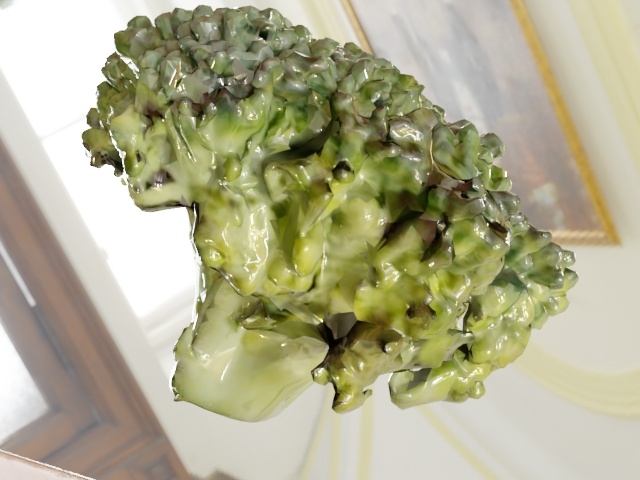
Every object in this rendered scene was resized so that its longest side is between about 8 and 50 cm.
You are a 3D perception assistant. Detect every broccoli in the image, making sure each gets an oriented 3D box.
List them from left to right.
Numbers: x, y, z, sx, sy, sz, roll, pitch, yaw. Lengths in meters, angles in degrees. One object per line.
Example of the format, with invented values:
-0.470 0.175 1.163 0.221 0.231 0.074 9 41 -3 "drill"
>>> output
0.007 -0.024 0.781 0.324 0.272 0.334 -6 -172 -7 "broccoli"

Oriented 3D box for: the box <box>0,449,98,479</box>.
-0.360 0.230 1.048 0.344 0.385 0.122 -18 -129 65 "box"
